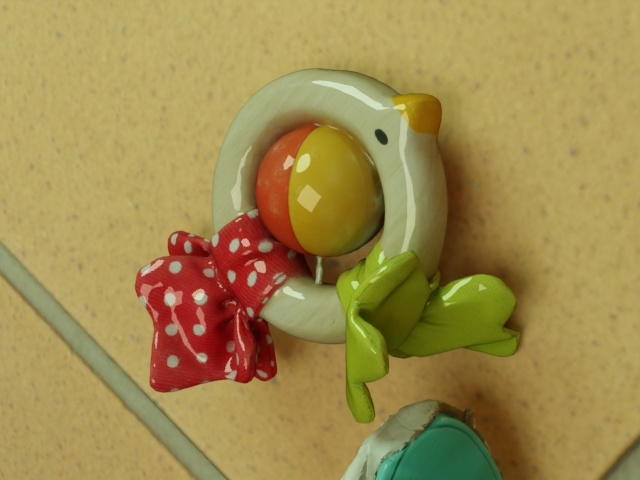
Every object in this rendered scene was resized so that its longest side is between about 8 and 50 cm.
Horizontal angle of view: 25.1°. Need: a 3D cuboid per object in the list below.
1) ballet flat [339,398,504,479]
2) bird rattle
[{"bbox_3d":[0.060,0.291,0.889,0.147,0.147,0.409,-3,105,35],"label":"ballet flat"},{"bbox_3d":[0.000,0.000,0.873,0.253,0.143,0.207,11,99,45],"label":"bird rattle"}]
